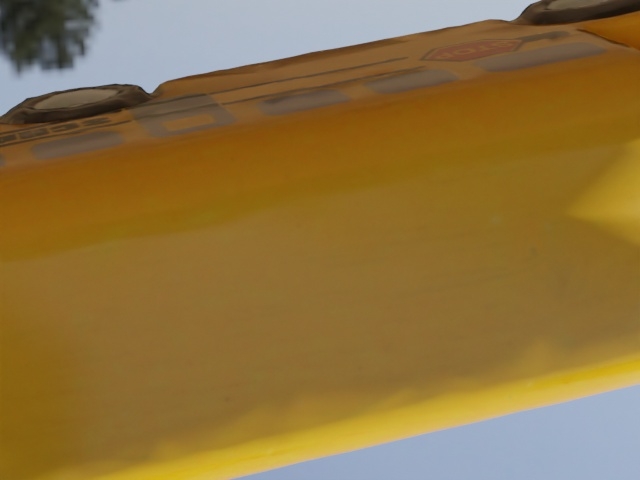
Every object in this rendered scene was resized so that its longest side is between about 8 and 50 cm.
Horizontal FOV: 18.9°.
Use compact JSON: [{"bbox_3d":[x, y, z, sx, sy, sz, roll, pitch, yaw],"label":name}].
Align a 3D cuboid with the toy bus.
[{"bbox_3d":[0.000,0.000,0.602,0.333,0.108,0.130,-12,-165,-11],"label":"toy bus"}]
